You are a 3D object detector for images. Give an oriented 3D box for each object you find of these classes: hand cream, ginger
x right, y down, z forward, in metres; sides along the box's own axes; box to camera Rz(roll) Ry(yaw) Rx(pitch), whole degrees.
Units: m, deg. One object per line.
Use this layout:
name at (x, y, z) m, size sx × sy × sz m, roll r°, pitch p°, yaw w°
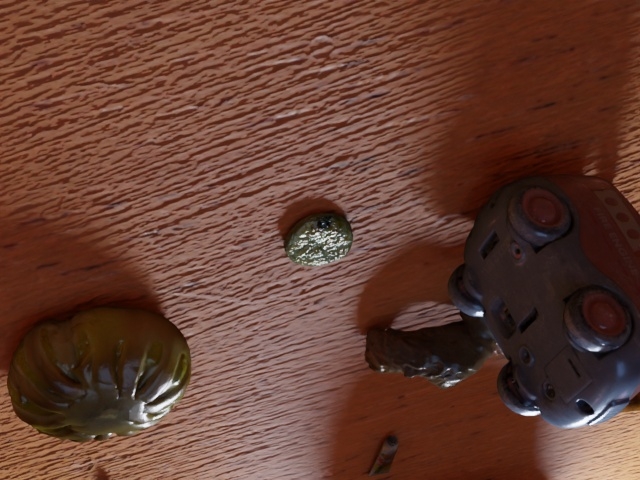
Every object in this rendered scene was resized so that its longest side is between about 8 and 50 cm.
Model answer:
hand cream at (0.096, 0.322, 1.710) m, size 0.035 × 0.022 × 0.102 m, roll -9°, pitch 141°, yaw -22°
ginger at (0.197, 0.113, 1.486) m, size 0.290 × 0.084 × 0.122 m, roll -22°, pitch 121°, yaw 0°

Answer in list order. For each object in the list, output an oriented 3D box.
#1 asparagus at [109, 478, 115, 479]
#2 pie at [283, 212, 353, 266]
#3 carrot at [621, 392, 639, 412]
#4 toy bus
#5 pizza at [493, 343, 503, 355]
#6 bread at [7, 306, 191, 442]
asparagus at (-0.302, 0.360, 1.587) m, size 0.014 × 0.015 × 0.114 m, roll 22°, pitch 123°, yaw -16°
pie at (0.000, 0.000, 1.345) m, size 0.085 × 0.017 × 0.085 m, roll -12°, pitch 136°, yaw -12°
carrot at (0.427, 0.237, 1.740) m, size 0.161 × 0.055 × 0.055 m, roll 7°, pitch 130°, yaw -37°
toy bus at (0.310, 0.057, 1.342) m, size 0.232 × 0.294 × 0.197 m, roll -13°, pitch 152°, yaw -28°
pizza at (0.294, 0.126, 1.571) m, size 0.195 × 0.052 × 0.185 m, roll 0°, pitch 130°, yaw -21°
bread at (-0.255, 0.167, 1.349) m, size 0.213 × 0.105 × 0.213 m, roll -13°, pitch 140°, yaw -11°
